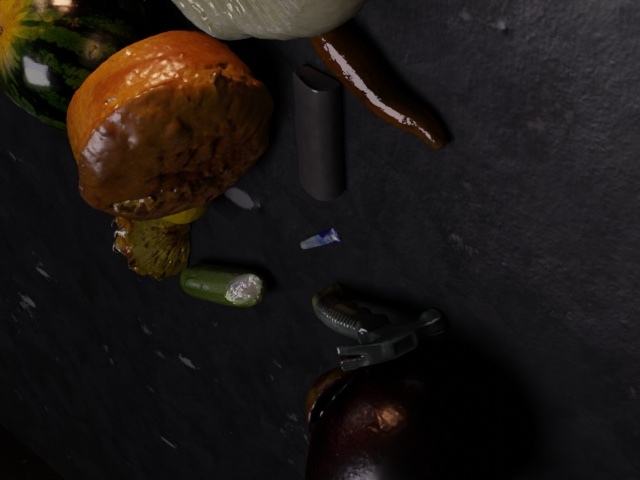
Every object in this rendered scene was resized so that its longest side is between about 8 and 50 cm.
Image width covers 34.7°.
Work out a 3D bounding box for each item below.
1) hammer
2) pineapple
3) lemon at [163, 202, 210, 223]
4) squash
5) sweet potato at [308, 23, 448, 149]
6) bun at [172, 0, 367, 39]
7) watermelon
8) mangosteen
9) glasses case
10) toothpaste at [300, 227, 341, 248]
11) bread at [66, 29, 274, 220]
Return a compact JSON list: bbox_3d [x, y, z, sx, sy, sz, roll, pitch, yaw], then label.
[{"bbox_3d":[0.057,0.121,1.508,0.226,0.159,0.041,25,132,56],"label":"hammer"},{"bbox_3d":[-0.335,-0.037,1.843,0.164,0.140,0.250,41,148,22],"label":"pineapple"},{"bbox_3d":[-0.231,-0.082,1.693,0.109,0.109,0.133,52,153,2],"label":"lemon"},{"bbox_3d":[-0.173,0.078,1.802,0.239,0.069,0.069,5,124,50],"label":"squash"},{"bbox_3d":[0.056,-0.205,1.275,0.264,0.057,0.057,47,147,3],"label":"sweet potato"},{"bbox_3d":[-0.069,-0.390,1.101,0.365,0.219,0.365,29,154,16],"label":"bun"},{"bbox_3d":[-0.381,-0.295,1.555,0.269,0.269,0.269,32,141,30],"label":"watermelon"},{"bbox_3d":[0.111,0.297,1.469,0.347,0.307,0.307,-125,24,-46],"label":"mangosteen"},{"bbox_3d":[-0.005,-0.146,1.418,0.072,0.042,0.190,37,144,37],"label":"glasses case"},{"bbox_3d":[0.000,0.000,1.567,0.083,0.015,0.024,-19,104,50],"label":"toothpaste"},{"bbox_3d":[-0.221,-0.156,1.469,0.172,0.312,0.312,58,151,24],"label":"bread"}]
